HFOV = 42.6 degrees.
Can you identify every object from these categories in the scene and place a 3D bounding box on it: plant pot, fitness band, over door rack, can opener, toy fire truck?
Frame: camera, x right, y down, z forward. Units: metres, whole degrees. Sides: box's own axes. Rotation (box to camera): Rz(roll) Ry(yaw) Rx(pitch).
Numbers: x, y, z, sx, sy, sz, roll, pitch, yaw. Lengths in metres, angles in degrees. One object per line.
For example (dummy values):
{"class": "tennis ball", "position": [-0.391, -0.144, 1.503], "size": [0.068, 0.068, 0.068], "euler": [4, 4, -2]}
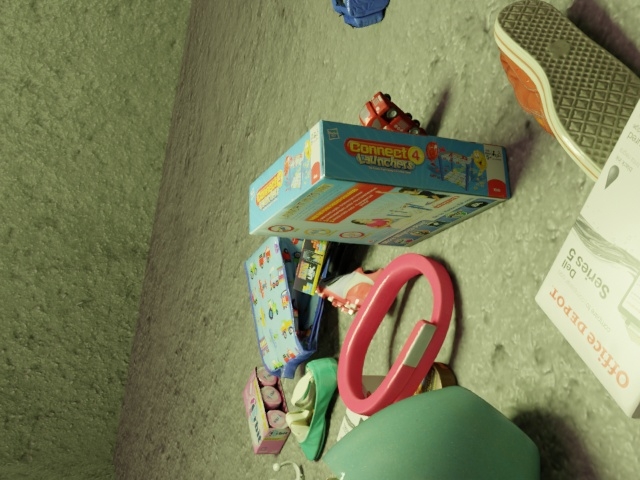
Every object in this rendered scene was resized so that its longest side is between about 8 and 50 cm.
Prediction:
{"class": "plant pot", "position": [0.173, 0.308, 1.079], "size": [0.195, 0.290, 0.290], "euler": [-50, 23, -8]}
{"class": "fitness band", "position": [0.122, 0.159, 1.376], "size": [0.291, 0.054, 0.209], "euler": [-61, 25, 15]}
{"class": "over door rack", "position": [-0.100, 0.679, 1.792], "size": [0.239, 0.108, 0.324], "euler": [121, 146, -47]}
{"class": "can opener", "position": [0.047, 0.007, 1.650], "size": [0.186, 0.073, 0.059], "euler": [108, 147, -49]}
{"class": "toy fire truck", "position": [0.115, -0.161, 1.423], "size": [0.135, 0.192, 0.047], "euler": [-39, 44, 21]}

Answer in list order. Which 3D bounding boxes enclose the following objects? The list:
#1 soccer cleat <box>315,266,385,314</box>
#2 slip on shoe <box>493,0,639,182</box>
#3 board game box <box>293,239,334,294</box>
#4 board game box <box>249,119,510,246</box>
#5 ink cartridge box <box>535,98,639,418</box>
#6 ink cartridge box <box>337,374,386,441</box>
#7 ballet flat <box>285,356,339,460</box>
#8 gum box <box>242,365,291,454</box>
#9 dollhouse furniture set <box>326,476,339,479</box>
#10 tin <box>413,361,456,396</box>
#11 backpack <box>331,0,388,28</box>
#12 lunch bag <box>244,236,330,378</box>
{"class": "soccer cleat", "position": [0.066, 0.091, 1.586], "size": [0.095, 0.083, 0.248], "euler": [-56, 16, -8]}
{"class": "slip on shoe", "position": [0.316, -0.174, 1.023], "size": [0.101, 0.123, 0.331], "euler": [72, 175, -50]}
{"class": "board game box", "position": [0.000, 0.000, 1.627], "size": [0.170, 0.048, 0.141], "euler": [-66, -6, -49]}
{"class": "board game box", "position": [0.078, -0.075, 1.282], "size": [0.308, 0.302, 0.086], "euler": [149, 122, -62]}
{"class": "ink cartridge box", "position": [0.363, 0.019, 0.839], "size": [0.198, 0.115, 0.273], "euler": [-117, 39, -51]}
{"class": "ink cartridge box", "position": [0.091, 0.334, 1.471], "size": [0.109, 0.063, 0.150], "euler": [-126, 47, -57]}
{"class": "ballet flat", "position": [-0.027, 0.350, 1.711], "size": [0.083, 0.087, 0.247], "euler": [-129, 48, -58]}
{"class": "gum box", "position": [-0.131, 0.403, 1.972], "size": [0.188, 0.062, 0.107], "euler": [-109, 33, -43]}
{"class": "dollhouse furniture set", "position": [0.043, 0.469, 1.561], "size": [0.076, 0.058, 0.151], "euler": [-124, 44, -55]}
{"class": "tin", "position": [0.175, 0.288, 1.323], "size": [0.106, 0.040, 0.189], "euler": [-157, 75, -70]}
{"class": "backpack", "position": [0.070, -0.483, 1.644], "size": [0.120, 0.098, 0.101], "euler": [-131, 31, -57]}
{"class": "lunch bag", "position": [-0.073, 0.151, 1.772], "size": [0.221, 0.138, 0.293], "euler": [138, 136, -58]}
